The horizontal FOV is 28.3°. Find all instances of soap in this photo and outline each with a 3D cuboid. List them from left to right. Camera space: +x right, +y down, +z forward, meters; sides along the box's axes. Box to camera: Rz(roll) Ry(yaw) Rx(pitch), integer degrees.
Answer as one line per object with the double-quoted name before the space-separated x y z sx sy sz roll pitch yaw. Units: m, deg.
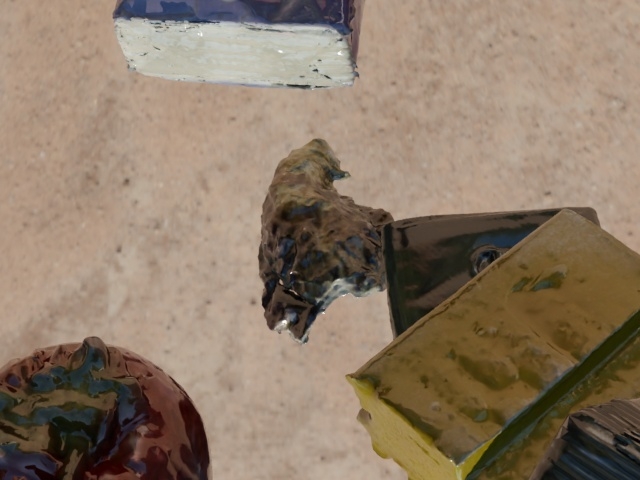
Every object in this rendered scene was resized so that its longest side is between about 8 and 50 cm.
"soap" 0.209 0.141 1.149 0.281 0.259 0.143 -37 148 -20

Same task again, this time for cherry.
"cherry" -0.156 0.180 0.857 0.175 0.192 0.250 -11 138 14

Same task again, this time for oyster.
"oyster" -0.003 -0.006 1.690 0.275 0.271 0.100 -45 145 -24

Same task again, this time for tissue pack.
"tissue pack" -0.058 -0.328 1.303 0.242 0.344 0.125 4 154 11

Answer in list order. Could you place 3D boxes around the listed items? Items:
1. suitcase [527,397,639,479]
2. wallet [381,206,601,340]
"suitcase" 0.246 0.207 0.561 0.229 0.335 0.152 5 112 -59
"wallet" 0.190 0.043 1.333 0.245 0.169 0.052 -3 154 -7
